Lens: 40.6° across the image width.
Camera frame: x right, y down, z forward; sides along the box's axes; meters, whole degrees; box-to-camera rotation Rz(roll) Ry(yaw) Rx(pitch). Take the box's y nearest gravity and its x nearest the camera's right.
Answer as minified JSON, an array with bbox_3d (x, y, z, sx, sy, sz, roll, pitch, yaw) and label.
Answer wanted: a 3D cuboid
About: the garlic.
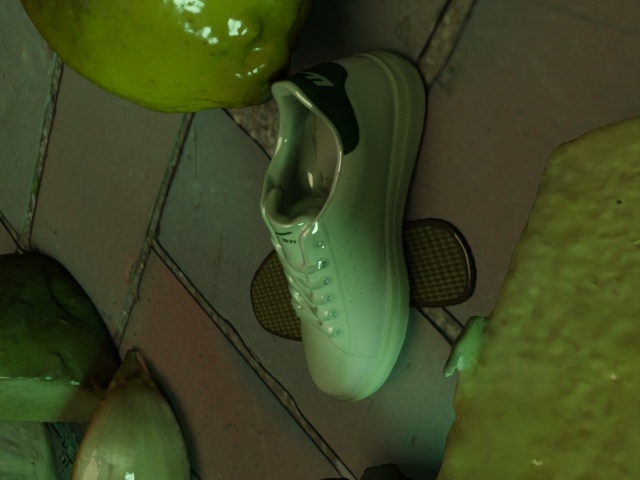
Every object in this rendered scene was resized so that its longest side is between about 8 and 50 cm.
[{"bbox_3d":[-0.193,0.237,0.907,0.115,0.128,0.206,16,110,15],"label":"garlic"}]

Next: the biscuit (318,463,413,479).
[{"bbox_3d":[0.041,0.312,0.566,0.103,0.332,0.331,-6,104,2],"label":"biscuit"}]

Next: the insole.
[{"bbox_3d":[0.019,0.032,0.678,0.253,0.005,0.086,-18,92,47],"label":"insole"}]

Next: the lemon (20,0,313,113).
[{"bbox_3d":[-0.107,-0.198,0.580,0.260,0.204,0.204,55,136,6],"label":"lemon"}]

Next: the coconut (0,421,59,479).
[{"bbox_3d":[-0.499,0.337,1.080,0.405,0.405,0.404,18,116,41],"label":"coconut"}]

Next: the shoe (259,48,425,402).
[{"bbox_3d":[0.000,0.000,0.605,0.095,0.110,0.264,21,113,41],"label":"shoe"}]

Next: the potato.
[{"bbox_3d":[-0.384,0.122,0.942,0.269,0.255,0.112,42,131,28],"label":"potato"}]

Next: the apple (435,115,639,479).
[{"bbox_3d":[0.215,0.111,0.331,0.309,0.252,0.313,11,114,31],"label":"apple"}]
